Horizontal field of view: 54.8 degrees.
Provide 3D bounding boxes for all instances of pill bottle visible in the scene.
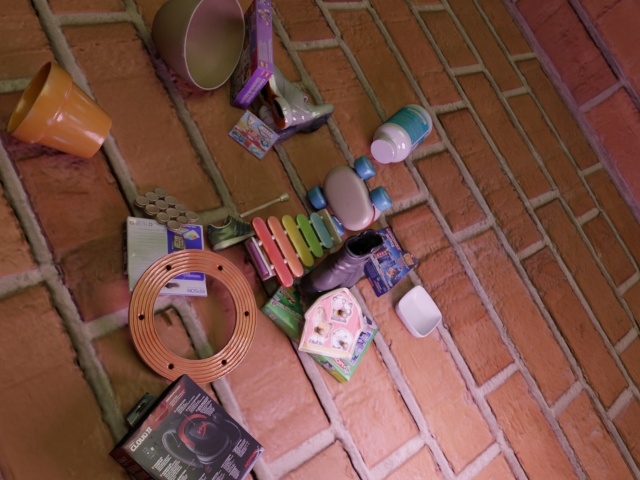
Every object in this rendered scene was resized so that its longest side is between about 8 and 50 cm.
[{"bbox_3d":[0.284,-0.375,2.211,0.146,0.146,0.264,49,49,-3],"label":"pill bottle"}]

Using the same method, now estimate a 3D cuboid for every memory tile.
[{"bbox_3d":[-0.409,-0.082,1.638,0.148,0.012,0.113,37,34,9],"label":"memory tile"}]

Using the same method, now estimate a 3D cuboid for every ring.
[{"bbox_3d":[-0.315,0.189,1.546,0.336,0.032,0.337,8,76,-33],"label":"ring"}]

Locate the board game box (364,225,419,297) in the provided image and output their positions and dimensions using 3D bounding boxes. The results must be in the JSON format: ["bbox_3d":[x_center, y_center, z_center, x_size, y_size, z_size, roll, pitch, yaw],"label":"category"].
[{"bbox_3d":[0.221,0.060,1.997,0.194,0.060,0.194,-19,78,-40],"label":"board game box"}]

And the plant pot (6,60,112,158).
[{"bbox_3d":[-0.634,-0.304,1.533,0.188,0.205,0.205,31,51,-37],"label":"plant pot"}]

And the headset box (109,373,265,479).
[{"bbox_3d":[-0.306,0.465,1.394,0.293,0.110,0.218,45,50,-7],"label":"headset box"}]

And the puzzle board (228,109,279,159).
[{"bbox_3d":[-0.205,-0.325,1.902,0.128,0.011,0.096,38,92,-13],"label":"puzzle board"}]

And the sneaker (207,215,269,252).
[{"bbox_3d":[-0.233,-0.035,1.735,0.192,0.064,0.086,-23,85,-36],"label":"sneaker"}]

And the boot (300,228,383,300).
[{"bbox_3d":[0.102,0.050,1.771,0.118,0.222,0.338,49,28,3],"label":"boot"}]

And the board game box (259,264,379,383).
[{"bbox_3d":[0.004,0.225,1.773,0.317,0.046,0.213,44,50,-7],"label":"board game box"}]

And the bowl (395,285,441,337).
[{"bbox_3d":[0.304,0.232,1.969,0.142,0.053,0.142,-35,88,-41],"label":"bowl"}]

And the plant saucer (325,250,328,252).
[{"bbox_3d":[0.000,0.000,1.909,0.083,0.013,0.084,16,58,-26],"label":"plant saucer"}]

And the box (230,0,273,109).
[{"bbox_3d":[-0.220,-0.589,1.946,0.057,0.201,0.293,11,61,-29],"label":"box"}]

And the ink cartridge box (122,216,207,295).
[{"bbox_3d":[-0.401,0.049,1.590,0.206,0.045,0.208,7,62,-32],"label":"ink cartridge box"}]

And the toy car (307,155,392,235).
[{"bbox_3d":[0.121,-0.130,1.976,0.210,0.219,0.238,63,21,11],"label":"toy car"}]

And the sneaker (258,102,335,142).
[{"bbox_3d":[-0.072,-0.419,2.023,0.297,0.111,0.129,-23,75,-40],"label":"sneaker"}]

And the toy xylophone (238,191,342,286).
[{"bbox_3d":[-0.096,-0.014,1.731,0.322,0.081,0.236,-35,94,-44],"label":"toy xylophone"}]

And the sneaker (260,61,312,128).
[{"bbox_3d":[-0.110,-0.462,1.938,0.121,0.099,0.263,-11,66,-24],"label":"sneaker"}]

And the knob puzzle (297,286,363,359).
[{"bbox_3d":[0.042,0.223,1.686,0.213,0.030,0.213,-4,99,-26],"label":"knob puzzle"}]

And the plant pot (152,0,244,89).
[{"bbox_3d":[-0.383,-0.614,1.834,0.190,0.284,0.284,23,46,21],"label":"plant pot"}]
